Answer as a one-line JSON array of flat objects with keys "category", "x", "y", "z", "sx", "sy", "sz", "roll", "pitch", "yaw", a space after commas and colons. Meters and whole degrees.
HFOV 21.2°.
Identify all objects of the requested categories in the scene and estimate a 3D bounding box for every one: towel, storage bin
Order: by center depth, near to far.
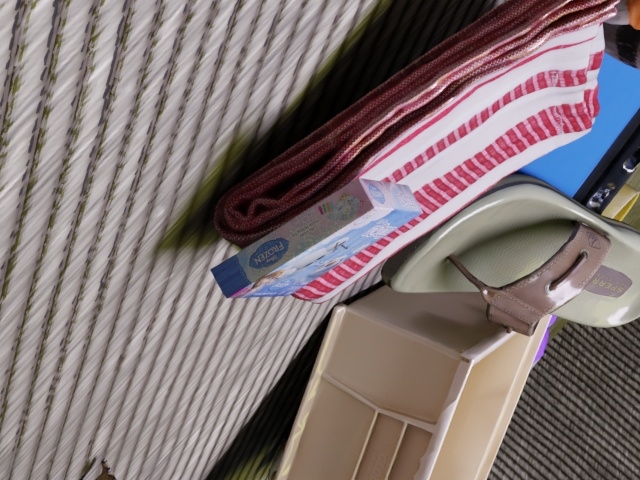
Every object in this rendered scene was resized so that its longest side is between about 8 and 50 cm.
[{"category": "towel", "x": 0.066, "y": -0.045, "z": 1.009, "sx": 0.237, "sy": 0.037, "sz": 0.329, "roll": -34, "pitch": 169, "yaw": 1}, {"category": "storage bin", "x": 0.074, "y": 0.164, "z": 1.465, "sx": 0.262, "sy": 0.123, "sz": 0.260, "roll": -25, "pitch": 136, "yaw": -66}]

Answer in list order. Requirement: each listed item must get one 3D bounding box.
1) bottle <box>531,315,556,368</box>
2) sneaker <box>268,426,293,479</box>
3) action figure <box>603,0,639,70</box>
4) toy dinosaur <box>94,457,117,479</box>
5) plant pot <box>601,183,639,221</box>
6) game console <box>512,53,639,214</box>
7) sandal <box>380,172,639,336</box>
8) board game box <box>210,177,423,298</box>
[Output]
[{"category": "bottle", "x": 0.187, "y": 0.101, "z": 1.871, "sx": 0.092, "sy": 0.118, "sz": 0.283, "roll": -35, "pitch": 161, "yaw": -42}, {"category": "sneaker", "x": -0.017, "y": 0.223, "z": 1.630, "sx": 0.084, "sy": 0.069, "sz": 0.185, "roll": -46, "pitch": 160, "yaw": -25}, {"category": "action figure", "x": 0.313, "y": -0.118, "z": 1.079, "sx": 0.178, "sy": 0.330, "sz": 0.341, "roll": -55, "pitch": 167, "yaw": 31}, {"category": "toy dinosaur", "x": -0.157, "y": 0.179, "z": 1.033, "sx": 0.092, "sy": 0.053, "sz": 0.183, "roll": -29, "pitch": 169, "yaw": -12}, {"category": "plant pot", "x": 0.237, "y": -0.026, "z": 1.697, "sx": 0.134, "sy": 0.095, "sz": 0.134, "roll": -47, "pitch": 169, "yaw": -13}, {"category": "game console", "x": 0.191, "y": -0.136, "z": 1.340, "sx": 0.293, "sy": 0.173, "sz": 0.250, "roll": -56, "pitch": -162, "yaw": 35}, {"category": "sandal", "x": 0.177, "y": 0.026, "z": 1.321, "sx": 0.303, "sy": 0.086, "sz": 0.120, "roll": 12, "pitch": 130, "yaw": -40}, {"category": "board game box", "x": 0.000, "y": 0.000, "z": 0.870, "sx": 0.090, "sy": 0.020, "sz": 0.090, "roll": -33, "pitch": 169, "yaw": 16}]
